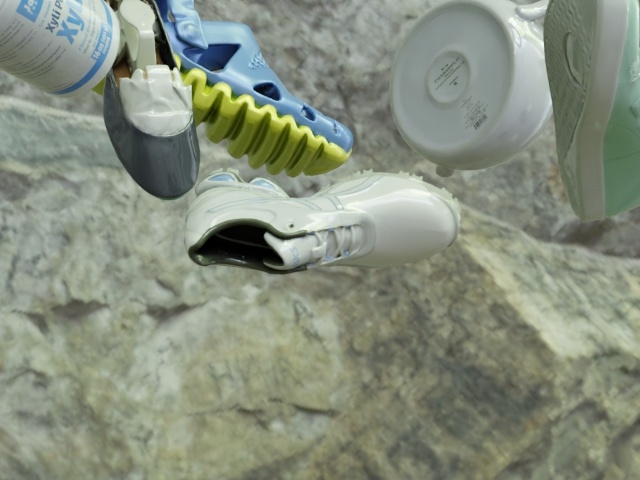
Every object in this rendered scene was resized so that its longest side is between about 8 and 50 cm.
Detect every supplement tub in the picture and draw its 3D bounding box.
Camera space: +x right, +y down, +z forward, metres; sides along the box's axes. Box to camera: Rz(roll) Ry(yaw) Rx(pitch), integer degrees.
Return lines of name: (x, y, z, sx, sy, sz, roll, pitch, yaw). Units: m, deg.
supplement tub: (-0.175, -0.132, 0.547, 0.071, 0.071, 0.107, -49, -27, 8)

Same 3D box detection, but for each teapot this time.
teapot: (0.235, -0.212, 1.285, 0.187, 0.256, 0.252, 4, -87, -44)

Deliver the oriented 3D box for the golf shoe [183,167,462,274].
golf shoe: (0.000, 0.000, 0.585, 0.176, 0.086, 0.069, 0, -62, 8)

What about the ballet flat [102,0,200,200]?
ballet flat: (-0.139, -0.128, 0.738, 0.074, 0.203, 0.074, -14, -30, -8)

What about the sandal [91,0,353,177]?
sandal: (-0.097, -0.176, 1.001, 0.317, 0.126, 0.138, 28, -114, -20)

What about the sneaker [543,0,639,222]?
sneaker: (0.254, -0.122, 0.698, 0.151, 0.094, 0.256, -17, -35, 5)
